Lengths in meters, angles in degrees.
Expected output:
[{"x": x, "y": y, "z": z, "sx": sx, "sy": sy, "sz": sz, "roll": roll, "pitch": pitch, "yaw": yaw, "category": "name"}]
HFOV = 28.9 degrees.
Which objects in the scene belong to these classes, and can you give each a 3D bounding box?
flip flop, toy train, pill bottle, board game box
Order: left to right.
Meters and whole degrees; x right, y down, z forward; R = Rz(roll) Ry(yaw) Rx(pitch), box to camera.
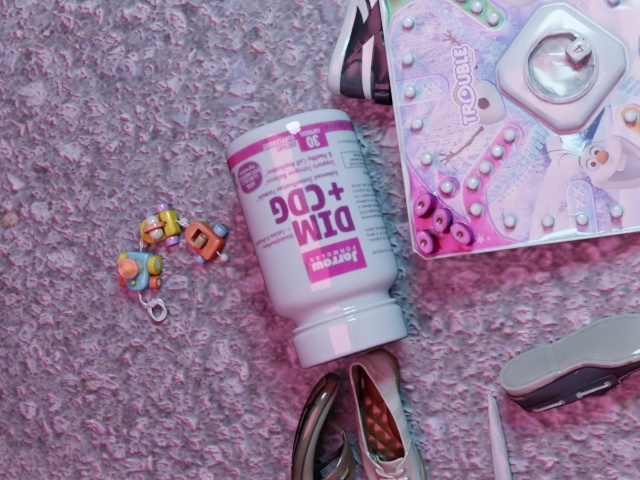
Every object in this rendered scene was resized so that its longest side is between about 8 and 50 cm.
[{"x": -0.203, "y": 0.023, "z": 1.634, "sx": 0.125, "sy": 0.046, "sz": 0.166, "roll": 46, "pitch": 107, "yaw": 17, "category": "toy train"}, {"x": 0.000, "y": 0.000, "z": 1.482, "sx": 0.160, "sy": 0.160, "sz": 0.283, "roll": -21, "pitch": 83, "yaw": 23, "category": "pill bottle"}, {"x": 0.003, "y": 0.298, "z": 1.525, "sx": 0.080, "sy": 0.112, "sz": 0.277, "roll": 6, "pitch": 91, "yaw": -2, "category": "flip flop"}, {"x": 0.267, "y": -0.194, "z": 1.381, "sx": 0.390, "sy": 0.050, "sz": 0.390, "roll": -8, "pitch": 89, "yaw": 13, "category": "board game box"}]

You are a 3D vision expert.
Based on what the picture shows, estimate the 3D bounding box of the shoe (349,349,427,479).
[{"x": 0.075, "y": 0.243, "z": 1.507, "sx": 0.076, "sy": 0.058, "sz": 0.219, "roll": -15, "pitch": 85, "yaw": 23, "category": "shoe"}]

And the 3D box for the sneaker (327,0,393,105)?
[{"x": 0.093, "y": -0.269, "z": 1.491, "sx": 0.121, "sy": 0.079, "sz": 0.217, "roll": 16, "pitch": 97, "yaw": 12, "category": "sneaker"}]

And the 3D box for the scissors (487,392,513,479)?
[{"x": 0.217, "y": 0.336, "z": 1.467, "sx": 0.109, "sy": 0.021, "sz": 0.297, "roll": -27, "pitch": 81, "yaw": 23, "category": "scissors"}]

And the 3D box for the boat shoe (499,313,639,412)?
[{"x": 0.310, "y": 0.143, "z": 1.414, "sx": 0.206, "sy": 0.075, "sz": 0.065, "roll": -21, "pitch": 125, "yaw": 17, "category": "boat shoe"}]
